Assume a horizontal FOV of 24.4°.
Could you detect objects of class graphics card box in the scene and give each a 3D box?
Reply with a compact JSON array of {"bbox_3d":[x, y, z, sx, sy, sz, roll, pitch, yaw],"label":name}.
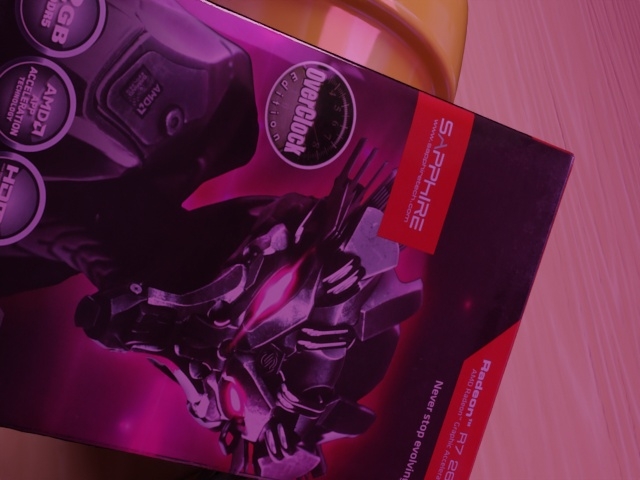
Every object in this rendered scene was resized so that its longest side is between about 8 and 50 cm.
[{"bbox_3d":[-0.048,0.003,0.791,0.370,0.094,0.233,19,90,-33],"label":"graphics card box"}]

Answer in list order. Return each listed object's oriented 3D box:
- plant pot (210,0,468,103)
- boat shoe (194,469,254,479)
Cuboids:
[{"bbox_3d":[-0.041,-0.075,0.985,0.254,0.254,0.239,39,53,-40],"label":"plant pot"},{"bbox_3d":[-0.043,0.179,0.898,0.084,0.095,0.258,58,28,-3],"label":"boat shoe"}]
